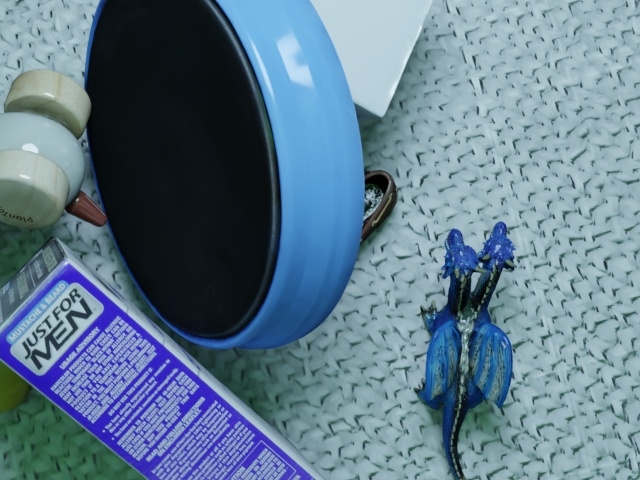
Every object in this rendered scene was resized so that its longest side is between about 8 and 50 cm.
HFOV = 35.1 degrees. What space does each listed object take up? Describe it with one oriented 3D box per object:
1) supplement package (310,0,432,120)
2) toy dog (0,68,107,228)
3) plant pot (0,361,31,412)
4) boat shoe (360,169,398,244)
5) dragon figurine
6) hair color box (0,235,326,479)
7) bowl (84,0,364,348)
[{"bbox_3d":[-0.006,-0.234,1.035,0.149,0.203,0.194,26,81,-24],"label":"supplement package"},{"bbox_3d":[-0.354,-0.052,1.039,0.334,0.161,0.220,7,55,34],"label":"toy dog"},{"bbox_3d":[-0.347,0.124,1.045,0.134,0.134,0.095,-4,108,-1],"label":"plant pot"},{"bbox_3d":[0.000,0.000,1.087,0.073,0.073,0.207,42,84,4],"label":"boat shoe"},{"bbox_3d":[0.146,0.126,1.033,0.085,0.144,0.289,5,81,0],"label":"dragon figurine"},{"bbox_3d":[-0.152,0.151,0.948,0.110,0.185,0.339,-47,107,-8],"label":"hair color box"},{"bbox_3d":[-0.111,-0.082,0.945,0.077,0.391,0.391,-15,81,-34],"label":"bowl"}]
